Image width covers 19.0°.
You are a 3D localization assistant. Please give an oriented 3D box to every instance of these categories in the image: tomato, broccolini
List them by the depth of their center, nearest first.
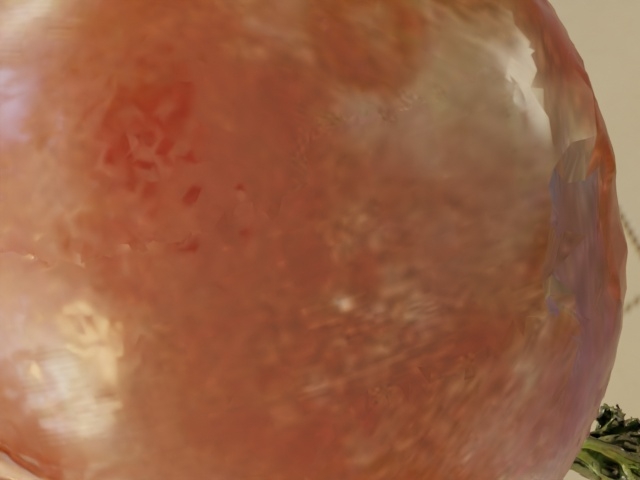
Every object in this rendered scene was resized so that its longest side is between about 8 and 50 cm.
[{"bbox_3d":[0.004,0.004,0.719,0.290,0.176,0.335,-22,102,-52],"label":"tomato"},{"bbox_3d":[0.120,0.091,1.041,0.254,0.071,0.057,33,76,-35],"label":"broccolini"}]
